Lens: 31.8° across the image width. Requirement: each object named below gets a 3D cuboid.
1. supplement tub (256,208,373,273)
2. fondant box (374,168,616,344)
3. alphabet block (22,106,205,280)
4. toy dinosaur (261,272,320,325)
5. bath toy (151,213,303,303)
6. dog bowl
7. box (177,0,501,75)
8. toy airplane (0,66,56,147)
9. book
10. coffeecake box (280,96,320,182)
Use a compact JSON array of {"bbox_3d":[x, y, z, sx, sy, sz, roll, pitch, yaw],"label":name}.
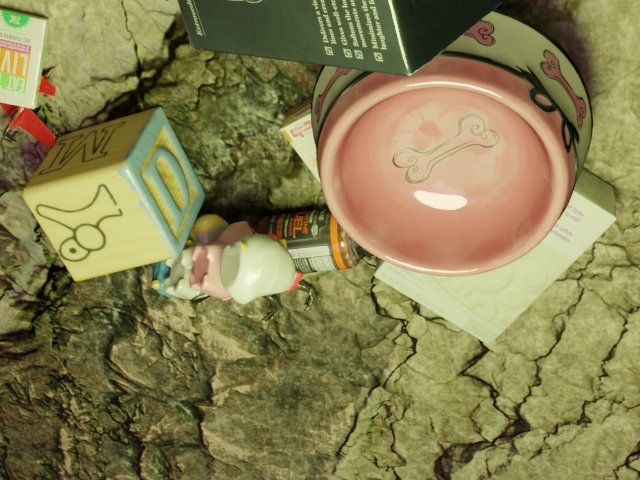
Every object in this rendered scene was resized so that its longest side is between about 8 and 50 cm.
[{"bbox_3d":[0.000,0.000,1.863,0.198,0.106,0.106,-7,124,15],"label":"supplement tub"},{"bbox_3d":[0.274,-0.012,1.805,0.238,0.096,0.330,31,124,-11],"label":"fondant box"},{"bbox_3d":[-0.329,-0.075,1.822,0.197,0.193,0.192,-12,120,20],"label":"alphabet block"},{"bbox_3d":[-0.065,0.076,1.962,0.268,0.064,0.118,-10,116,14],"label":"toy dinosaur"},{"bbox_3d":[-0.146,0.033,1.797,0.129,0.151,0.348,12,175,-31],"label":"bath toy"},{"bbox_3d":[0.176,-0.121,1.580,0.408,0.150,0.407,6,130,7],"label":"dog bowl"},{"bbox_3d":[-0.009,-0.398,1.411,0.396,0.212,0.293,15,135,40],"label":"box"},{"bbox_3d":[-0.476,-0.223,1.826,0.151,0.028,0.151,4,103,17],"label":"toy airplane"},{"bbox_3d":[-0.487,-0.289,1.778,0.096,0.035,0.144,13,108,2],"label":"book"},{"bbox_3d":[0.050,-0.150,1.767,0.142,0.068,0.185,-25,117,26],"label":"coffeecake box"}]
